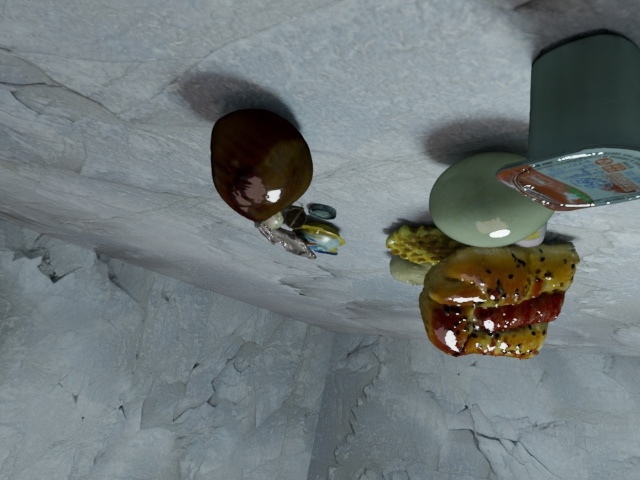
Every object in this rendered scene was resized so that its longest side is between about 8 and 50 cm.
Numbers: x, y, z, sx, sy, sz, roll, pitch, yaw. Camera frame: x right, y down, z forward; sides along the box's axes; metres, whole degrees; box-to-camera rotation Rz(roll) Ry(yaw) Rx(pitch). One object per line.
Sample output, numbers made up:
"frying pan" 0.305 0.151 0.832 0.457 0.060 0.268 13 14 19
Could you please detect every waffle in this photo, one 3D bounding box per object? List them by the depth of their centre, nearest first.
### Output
"waffle" 0.351 0.022 1.570 0.312 0.060 0.307 11 164 10

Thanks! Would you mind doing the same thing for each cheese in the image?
"cheese" 0.000 0.000 1.712 0.177 0.069 0.270 9 164 13
"cheese" 0.373 0.112 1.779 0.263 0.092 0.159 4 168 28

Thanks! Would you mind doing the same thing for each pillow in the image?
"pillow" -0.127 -0.011 1.661 0.248 0.049 0.135 23 158 39

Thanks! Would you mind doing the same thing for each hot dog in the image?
"hot dog" 0.454 0.157 1.404 0.366 0.367 0.196 7 -152 -12

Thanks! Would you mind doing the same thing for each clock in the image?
"clock" 0.006 -0.083 1.527 0.085 0.017 0.085 10 163 3

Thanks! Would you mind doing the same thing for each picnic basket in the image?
"picnic basket" -0.073 -0.068 1.537 0.072 0.071 0.083 14 174 -7

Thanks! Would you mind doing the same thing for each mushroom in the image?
"mushroom" -0.144 -0.075 1.571 0.084 0.067 0.083 32 146 25

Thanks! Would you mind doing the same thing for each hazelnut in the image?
"hazelnut" -0.130 -0.164 1.068 0.230 0.229 0.229 11 163 3

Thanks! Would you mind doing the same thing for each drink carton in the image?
"drink carton" 0.373 -0.158 0.724 0.186 0.189 0.191 23 160 -32

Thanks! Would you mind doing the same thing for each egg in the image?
"egg" 0.330 -0.079 1.019 0.253 0.186 0.187 -6 156 45

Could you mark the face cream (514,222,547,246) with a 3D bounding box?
"face cream" 0.469 -0.056 1.208 0.108 0.073 0.269 14 167 22
